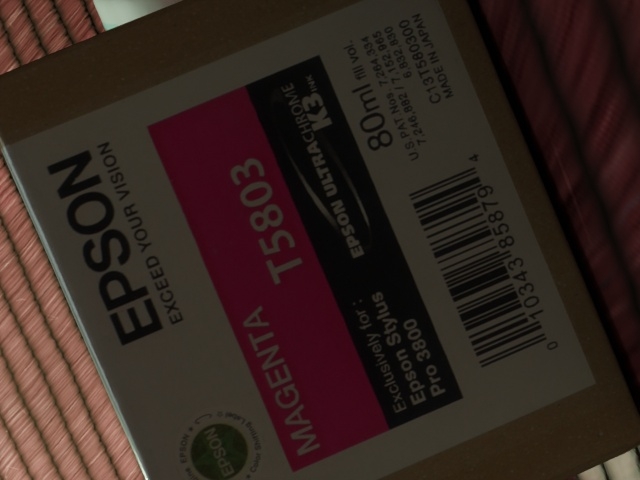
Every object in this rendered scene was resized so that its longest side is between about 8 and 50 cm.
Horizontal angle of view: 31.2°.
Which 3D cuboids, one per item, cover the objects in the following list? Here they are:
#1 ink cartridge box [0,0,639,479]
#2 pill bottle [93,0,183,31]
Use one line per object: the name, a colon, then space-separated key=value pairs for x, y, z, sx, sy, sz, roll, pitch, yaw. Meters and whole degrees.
ink cartridge box: x=-0.003 y=0.010 z=0.478 sx=0.088 sy=0.193 sz=0.234 roll=174 pitch=72 yaw=-85
pill bottle: x=-0.096 y=-0.140 z=1.059 sx=0.146 sy=0.146 sz=0.264 roll=-123 pitch=11 yaw=-63
